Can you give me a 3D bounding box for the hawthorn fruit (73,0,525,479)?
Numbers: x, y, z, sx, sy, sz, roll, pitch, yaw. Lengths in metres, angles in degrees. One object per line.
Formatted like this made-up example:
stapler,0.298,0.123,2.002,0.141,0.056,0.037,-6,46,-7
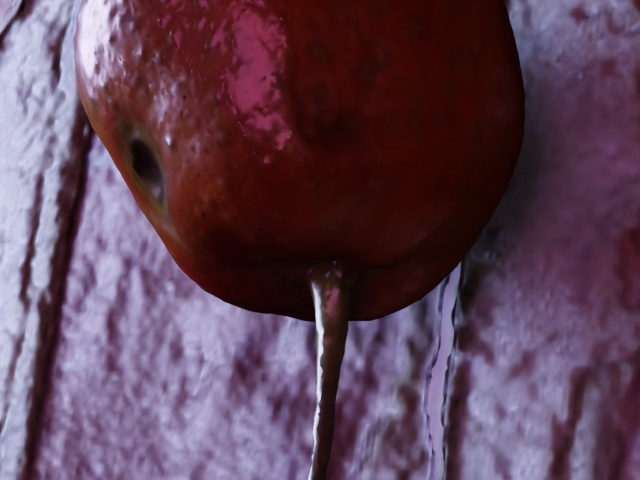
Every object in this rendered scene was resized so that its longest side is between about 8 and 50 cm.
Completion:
hawthorn fruit,0.000,0.000,0.522,0.165,0.165,0.285,-22,60,24
